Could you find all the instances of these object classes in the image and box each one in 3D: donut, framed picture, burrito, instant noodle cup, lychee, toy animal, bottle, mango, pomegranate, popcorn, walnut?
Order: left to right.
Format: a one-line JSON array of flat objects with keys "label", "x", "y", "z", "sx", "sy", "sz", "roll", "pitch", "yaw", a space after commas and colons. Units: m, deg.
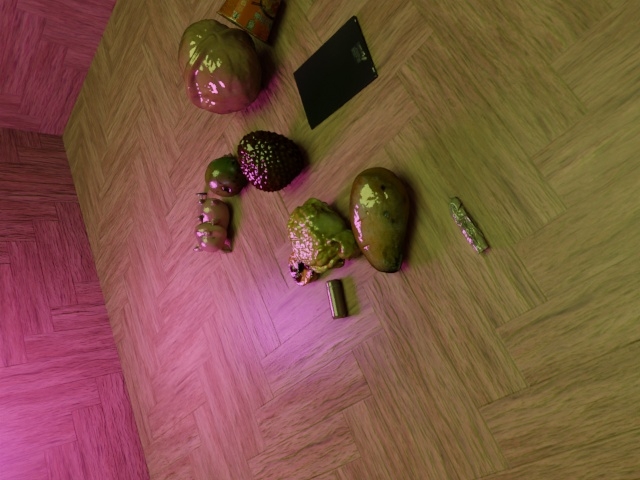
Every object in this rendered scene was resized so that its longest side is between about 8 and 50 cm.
[{"label": "toy animal", "x": -0.491, "y": -0.067, "z": 2.081, "sx": 0.167, "sy": 0.154, "sz": 0.250, "roll": 6, "pitch": 90, "yaw": 21}, {"label": "walnut", "x": -0.401, "y": -0.691, "z": 1.858, "sx": 0.381, "sy": 0.381, "sz": 0.381, "roll": 1, "pitch": 91, "yaw": 44}, {"label": "pomegranate", "x": -0.420, "y": -0.285, "z": 2.010, "sx": 0.210, "sy": 0.179, "sz": 0.179, "roll": 49, "pitch": 124, "yaw": 55}, {"label": "instant noodle cup", "x": -0.271, "y": -0.924, "z": 1.828, "sx": 0.230, "sy": 0.230, "sz": 0.182, "roll": 42, "pitch": 109, "yaw": 35}, {"label": "lychee", "x": -0.191, "y": -0.302, "z": 1.733, "sx": 0.236, "sy": 0.271, "sz": 0.235, "roll": -13, "pitch": 60, "yaw": 24}, {"label": "donut", "x": -0.060, "y": 0.101, "z": 1.737, "sx": 0.140, "sy": 0.059, "sz": 0.140, "roll": 1, "pitch": 92, "yaw": 43}, {"label": "popcorn", "x": 0.000, "y": 0.000, "z": 1.604, "sx": 0.286, "sy": 0.174, "sz": 0.225, "roll": 44, "pitch": 128, "yaw": 24}, {"label": "framed picture", "x": 0.042, "y": -0.598, "z": 1.664, "sx": 0.339, "sy": 0.014, "sz": 0.255, "roll": -30, "pitch": 71, "yaw": 40}, {"label": "bottle", "x": 0.054, "y": 0.208, "z": 1.633, "sx": 0.053, "sy": 0.053, "sz": 0.140, "roll": -20, "pitch": 78, "yaw": 42}, {"label": "mango", "x": 0.187, "y": -0.064, "z": 1.441, "sx": 0.176, "sy": 0.176, "sz": 0.329, "roll": -143, "pitch": 44, "yaw": -61}, {"label": "burrito", "x": 0.411, "y": -0.044, "z": 1.300, "sx": 0.045, "sy": 0.041, "sz": 0.185, "roll": -52, "pitch": 55, "yaw": 41}]

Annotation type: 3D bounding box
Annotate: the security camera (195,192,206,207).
[{"label": "security camera", "x": -0.574, "y": -0.184, "z": 2.238, "sx": 0.058, "sy": 0.058, "sz": 0.092, "roll": 9, "pitch": 109, "yaw": 43}]
